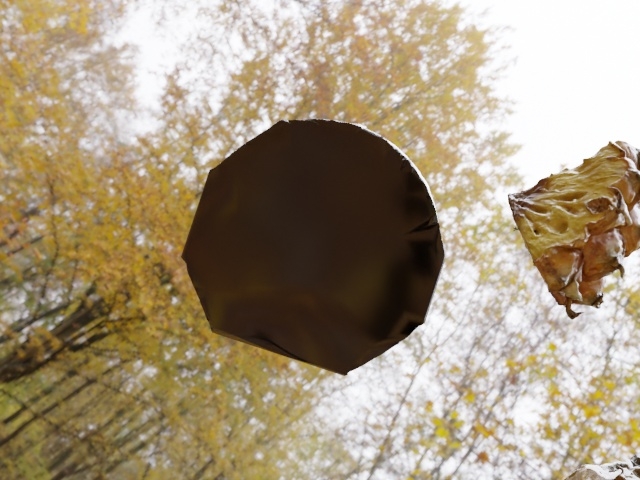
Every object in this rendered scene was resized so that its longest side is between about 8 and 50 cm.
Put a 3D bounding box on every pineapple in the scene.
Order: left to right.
[{"bbox_3d":[0.193,-0.015,0.563,0.116,0.137,0.069,16,-28,52],"label":"pineapple"}]

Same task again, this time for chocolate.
[{"bbox_3d":[0.000,0.000,1.214,0.383,0.384,0.331,51,-1,2],"label":"chocolate"}]

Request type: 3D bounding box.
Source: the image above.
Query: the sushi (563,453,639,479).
[{"bbox_3d":[0.277,0.245,0.552,0.213,0.200,0.204,27,-48,38],"label":"sushi"}]
